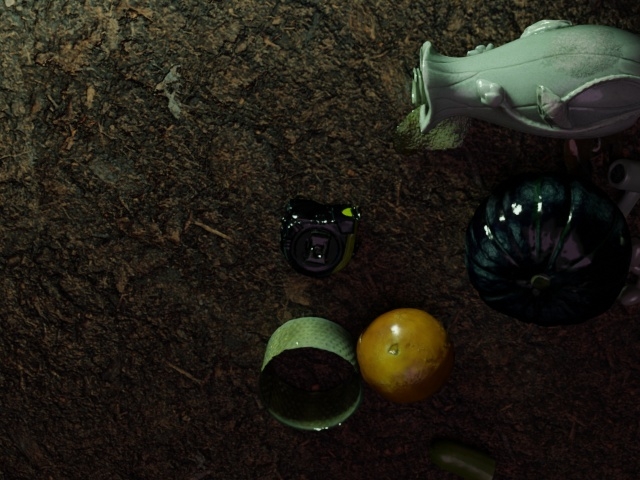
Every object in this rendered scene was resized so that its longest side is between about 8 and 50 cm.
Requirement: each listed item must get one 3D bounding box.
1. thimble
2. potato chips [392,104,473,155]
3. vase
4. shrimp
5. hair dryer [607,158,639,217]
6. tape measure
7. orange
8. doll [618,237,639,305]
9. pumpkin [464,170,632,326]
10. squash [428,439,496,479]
[{"bbox_3d":[-0.021,0.346,1.793,0.271,0.150,0.270,1,117,2],"label":"thimble"},{"bbox_3d":[0.264,-0.254,1.554,0.142,0.026,0.209,40,110,-12],"label":"potato chips"},{"bbox_3d":[0.412,-0.316,1.401,0.446,0.250,0.249,0,116,5],"label":"vase"},{"bbox_3d":[0.624,-0.171,1.564,0.144,0.052,0.251,-17,123,-3],"label":"shrimp"},{"bbox_3d":[0.693,-0.082,1.595,0.131,0.073,0.236,5,131,-18],"label":"hair dryer"},{"bbox_3d":[0.000,0.000,1.645,0.199,0.112,0.186,7,118,0],"label":"tape measure"},{"bbox_3d":[0.212,0.286,1.706,0.240,0.240,0.239,1,116,2],"label":"orange"},{"bbox_3d":[0.780,0.088,1.680,0.161,0.059,0.160,25,115,-10],"label":"doll"},{"bbox_3d":[0.500,0.023,1.536,0.364,0.266,0.363,9,129,12],"label":"pumpkin"},{"bbox_3d":[0.393,0.616,1.945,0.188,0.095,0.095,26,115,-7],"label":"squash"}]
